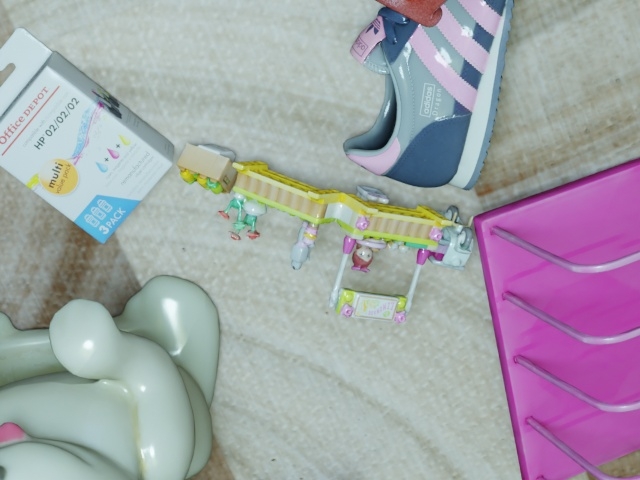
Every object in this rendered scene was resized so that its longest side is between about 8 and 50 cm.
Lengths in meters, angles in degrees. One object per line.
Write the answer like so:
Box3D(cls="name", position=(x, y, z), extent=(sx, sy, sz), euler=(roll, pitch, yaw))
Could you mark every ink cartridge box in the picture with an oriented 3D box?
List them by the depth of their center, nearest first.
Box3D(cls="ink cartridge box", position=(-0.236, -0.096, 1.437), extent=(0.181, 0.061, 0.104), euler=(38, 104, -15))

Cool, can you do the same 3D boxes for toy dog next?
Box3D(cls="toy dog", position=(-0.241, 0.236, 1.355), extent=(0.284, 0.408, 0.396), euler=(1, 101, -1))

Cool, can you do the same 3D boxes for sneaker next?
Box3D(cls="sneaker", position=(0.097, -0.197, 1.391), extent=(0.131, 0.112, 0.319), euler=(4, 109, -8))

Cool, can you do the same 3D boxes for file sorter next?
Box3D(cls="file sorter", position=(0.294, 0.101, 1.448), extent=(0.202, 0.182, 0.291), euler=(-19, 112, -17))

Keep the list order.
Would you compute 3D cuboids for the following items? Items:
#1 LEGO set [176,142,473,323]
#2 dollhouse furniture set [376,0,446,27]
Box3D(cls="LEGO set", position=(0.000, 0.000, 1.445), extent=(0.287, 0.132, 0.107), euler=(13, 103, -9))
Box3D(cls="dollhouse furniture set", position=(0.042, -0.292, 1.217), extent=(0.152, 0.374, 0.201), euler=(31, 104, -18))
